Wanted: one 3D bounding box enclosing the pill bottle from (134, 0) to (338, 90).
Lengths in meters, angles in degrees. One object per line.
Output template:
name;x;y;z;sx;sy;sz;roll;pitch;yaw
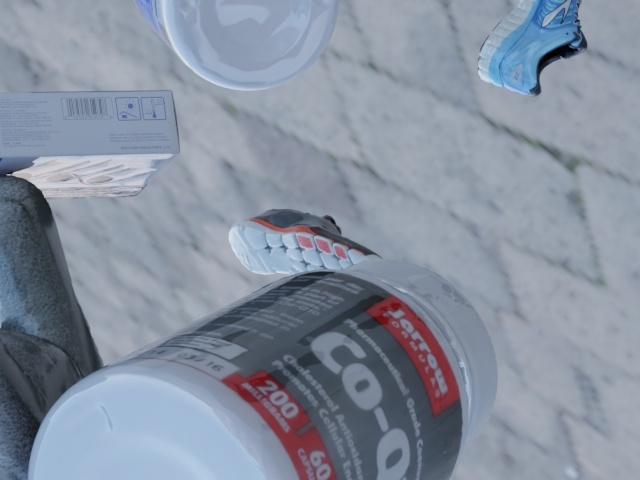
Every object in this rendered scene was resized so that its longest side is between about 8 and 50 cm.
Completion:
pill bottle;-0.088;-0.233;1.592;0.152;0.152;0.272;51;179;-24

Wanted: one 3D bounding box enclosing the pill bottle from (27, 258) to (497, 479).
pill bottle;-0.016;0.107;0.988;0.161;0.283;0.161;8;107;27

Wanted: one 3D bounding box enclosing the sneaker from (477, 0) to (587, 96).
sneaker;0.208;-0.191;1.548;0.073;0.162;0.063;35;177;18

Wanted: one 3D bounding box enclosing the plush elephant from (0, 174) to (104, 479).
plush elephant;-0.248;0.149;1.038;0.272;0.255;0.330;-74;-39;-75

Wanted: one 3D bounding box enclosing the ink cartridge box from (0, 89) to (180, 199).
ink cartridge box;-0.202;-0.058;1.130;0.097;0.207;0.046;145;120;-62

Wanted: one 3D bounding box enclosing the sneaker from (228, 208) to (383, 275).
sneaker;0.000;0.000;1.421;0.158;0.065;0.061;18;133;36
